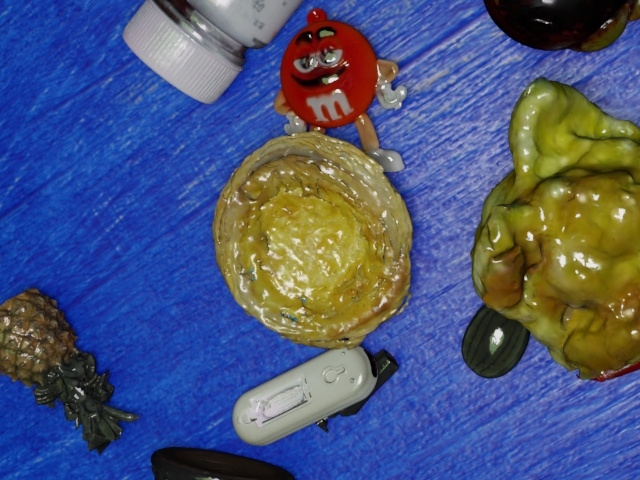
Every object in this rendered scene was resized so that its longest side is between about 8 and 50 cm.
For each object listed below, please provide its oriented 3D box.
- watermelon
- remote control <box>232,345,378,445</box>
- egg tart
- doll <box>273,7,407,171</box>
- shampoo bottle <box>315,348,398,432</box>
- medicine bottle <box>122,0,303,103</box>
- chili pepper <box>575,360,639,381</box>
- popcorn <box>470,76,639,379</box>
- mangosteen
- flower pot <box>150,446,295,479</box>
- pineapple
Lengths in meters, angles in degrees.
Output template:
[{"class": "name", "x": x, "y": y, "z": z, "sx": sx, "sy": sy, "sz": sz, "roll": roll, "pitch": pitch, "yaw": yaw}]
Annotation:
[{"class": "watermelon", "x": 0.223, "y": 0.121, "z": 1.285, "sx": 0.078, "sy": 0.078, "sz": 0.110, "roll": 26, "pitch": 99, "yaw": 12}, {"class": "remote control", "x": -0.025, "y": 0.206, "z": 1.357, "sx": 0.221, "sy": 0.042, "sz": 0.078, "roll": -29, "pitch": 62, "yaw": 20}, {"class": "egg tart", "x": 0.000, "y": 0.000, "z": 1.318, "sx": 0.291, "sy": 0.107, "sz": 0.290, "roll": 4, "pitch": 106, "yaw": 13}, {"class": "doll", "x": 0.022, "y": -0.192, "z": 1.314, "sx": 0.183, "sy": 0.085, "sz": 0.217, "roll": -3, "pitch": 102, "yaw": 16}, {"class": "shampoo bottle", "x": 0.045, "y": 0.202, "z": 1.359, "sx": 0.137, "sy": 0.027, "sz": 0.048, "roll": -43, "pitch": 73, "yaw": 13}, {"class": "medicine bottle", "x": -0.113, "y": -0.323, "z": 1.296, "sx": 0.165, "sy": 0.165, "sz": 0.273, "roll": 42, "pitch": 101, "yaw": 8}, {"class": "chili pepper", "x": 0.434, "y": 0.111, "z": 1.243, "sx": 0.268, "sy": 0.050, "sz": 0.059, "roll": -31, "pitch": 102, "yaw": 15}, {"class": "popcorn", "x": 0.309, "y": -0.030, "z": 1.152, "sx": 0.321, "sy": 0.290, "sz": 0.325, "roll": -32, "pitch": 89, "yaw": 5}, {"class": "mangosteen", "x": 0.287, "y": -0.313, "z": 1.185, "sx": 0.210, "sy": 0.210, "sz": 0.209, "roll": 1, "pitch": 94, "yaw": 14}, {"class": "flower pot", "x": -0.150, "y": 0.418, "z": 1.318, "sx": 0.267, "sy": 0.266, "sz": 0.267, "roll": 10, "pitch": 84, "yaw": 14}, {"class": "pineapple", "x": -0.365, "y": 0.187, "z": 1.425, "sx": 0.128, "sy": 0.128, "sz": 0.248, "roll": -43, "pitch": 89, "yaw": 13}]
